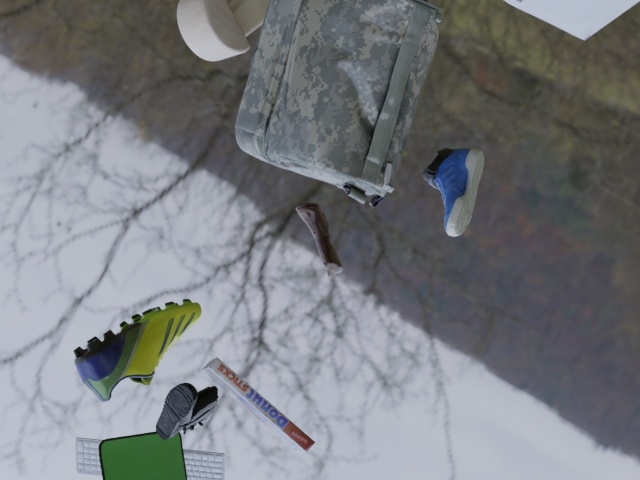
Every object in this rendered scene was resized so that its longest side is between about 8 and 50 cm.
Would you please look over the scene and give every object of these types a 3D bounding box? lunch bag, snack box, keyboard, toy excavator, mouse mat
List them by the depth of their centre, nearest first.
[{"bbox_3d":[-0.086,0.227,1.707,0.178,0.022,0.064,41,163,-4],"label":"snack box"},{"bbox_3d":[0.040,-0.221,1.793,0.212,0.305,0.256,15,-176,-32],"label":"lunch bag"},{"bbox_3d":[-0.270,0.396,1.943,0.152,0.190,0.007,-1,167,-40],"label":"mouse mat"},{"bbox_3d":[-0.286,0.374,2.090,0.255,0.072,0.014,5,-150,5],"label":"keyboard"},{"bbox_3d":[-0.083,-0.551,2.190,0.432,0.445,0.222,-12,-178,-45],"label":"toy excavator"}]

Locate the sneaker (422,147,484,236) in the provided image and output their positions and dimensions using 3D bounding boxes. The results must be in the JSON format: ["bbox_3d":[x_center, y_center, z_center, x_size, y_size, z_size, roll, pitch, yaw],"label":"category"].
[{"bbox_3d":[0.199,-0.078,1.959,0.084,0.152,0.058,8,159,26],"label":"sneaker"}]

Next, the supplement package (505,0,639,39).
[{"bbox_3d":[0.374,-0.416,1.636,0.204,0.262,0.145,12,-127,-45],"label":"supplement package"}]

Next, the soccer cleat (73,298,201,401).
[{"bbox_3d":[-0.312,0.193,2.203,0.289,0.093,0.121,-29,-86,-47],"label":"soccer cleat"}]

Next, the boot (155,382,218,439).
[{"bbox_3d":[-0.190,0.244,1.864,0.045,0.121,0.099,43,-144,19],"label":"boot"}]

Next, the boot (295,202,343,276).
[{"bbox_3d":[0.000,0.000,2.101,0.106,0.037,0.114,32,-141,-60],"label":"boot"}]
